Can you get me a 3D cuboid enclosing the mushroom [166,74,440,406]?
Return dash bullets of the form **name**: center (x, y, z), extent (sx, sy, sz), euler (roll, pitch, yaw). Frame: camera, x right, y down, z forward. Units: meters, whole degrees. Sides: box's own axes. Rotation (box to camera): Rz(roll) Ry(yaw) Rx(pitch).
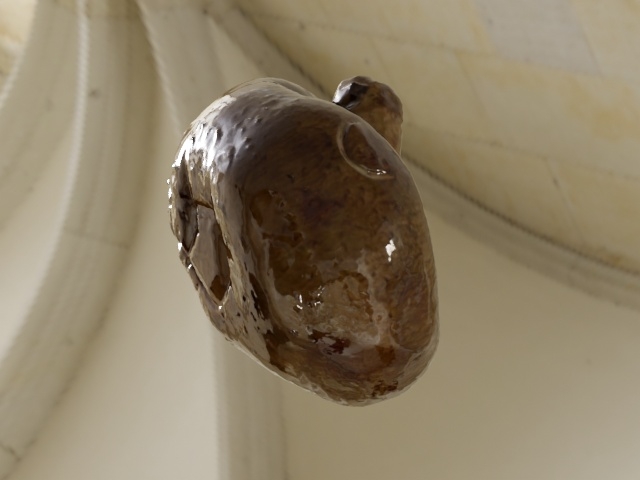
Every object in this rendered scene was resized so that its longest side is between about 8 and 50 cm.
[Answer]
- **mushroom**: center (-0.015, 0.001, 0.954), extent (0.138, 0.194, 0.231), euler (-2, -175, -14)
